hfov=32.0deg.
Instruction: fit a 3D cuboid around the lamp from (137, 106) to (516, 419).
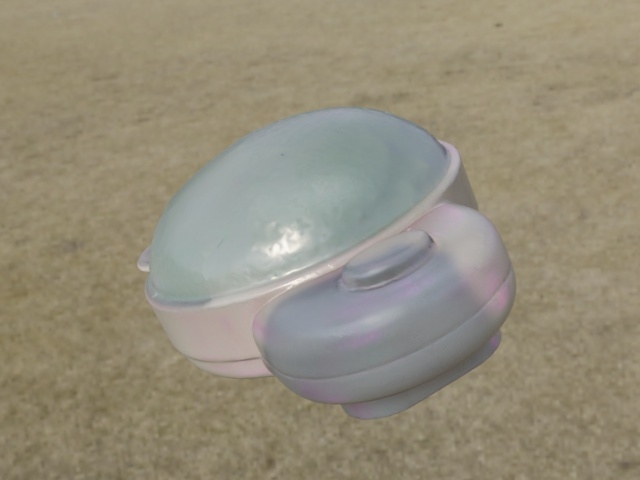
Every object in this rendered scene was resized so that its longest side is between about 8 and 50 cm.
[{"bbox_3d":[-0.001,-0.002,0.566,0.179,0.108,0.246,-33,26,-11],"label":"lamp"}]
